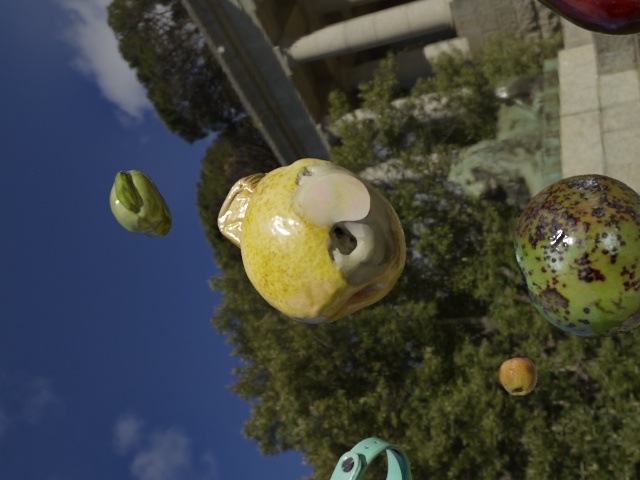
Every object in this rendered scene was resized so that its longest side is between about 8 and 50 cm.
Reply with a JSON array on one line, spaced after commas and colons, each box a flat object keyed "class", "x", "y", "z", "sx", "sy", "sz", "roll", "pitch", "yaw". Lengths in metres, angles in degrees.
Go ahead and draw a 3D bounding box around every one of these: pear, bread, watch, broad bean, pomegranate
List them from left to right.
[{"class": "broad bean", "x": -0.307, "y": -0.060, "z": 1.184, "sx": 0.124, "sy": 0.082, "sz": 0.174, "roll": 63, "pitch": 171, "yaw": -1}, {"class": "bread", "x": -0.067, "y": -0.017, "z": 1.392, "sx": 0.119, "sy": 0.288, "sz": 0.152, "roll": 5, "pitch": -65, "yaw": -62}, {"class": "pear", "x": 0.000, "y": 0.000, "z": 1.117, "sx": 0.271, "sy": 0.271, "sz": 0.271, "roll": 27, "pitch": -120, "yaw": -60}, {"class": "watch", "x": 0.084, "y": 0.484, "z": 1.278, "sx": 0.195, "sy": 0.068, "sz": 0.237, "roll": 44, "pitch": -111, "yaw": -40}, {"class": "pomegranate", "x": 0.498, "y": 0.007, "z": 1.154, "sx": 0.285, "sy": 0.341, "sz": 0.284, "roll": 54, "pitch": -155, "yaw": -39}]

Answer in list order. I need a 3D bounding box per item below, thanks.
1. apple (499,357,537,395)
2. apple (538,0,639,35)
[{"class": "apple", "x": 0.421, "y": 0.290, "z": 1.483, "sx": 0.084, "sy": 0.084, "sz": 0.071, "roll": 48, "pitch": -147, "yaw": -49}, {"class": "apple", "x": 0.506, "y": -0.510, "z": 1.204, "sx": 0.288, "sy": 0.317, "sz": 0.288, "roll": -55, "pitch": -21, "yaw": -33}]
